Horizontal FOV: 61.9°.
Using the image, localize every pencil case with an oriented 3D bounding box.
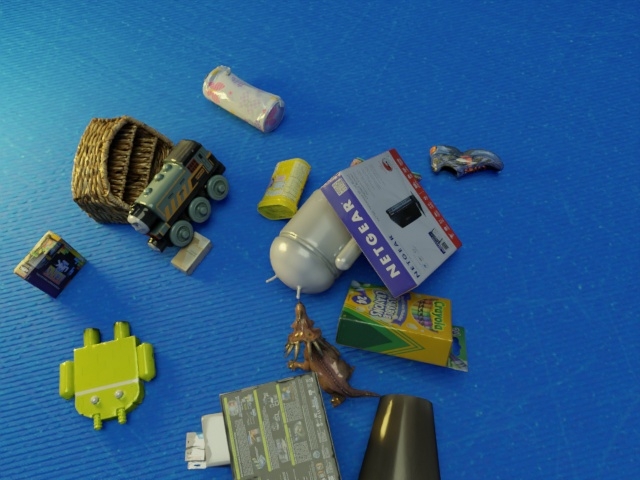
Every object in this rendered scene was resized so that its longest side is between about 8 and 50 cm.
[{"bbox_3d":[-0.247,-0.458,1.731,0.273,0.113,0.124,33,93,16],"label":"pencil case"}]

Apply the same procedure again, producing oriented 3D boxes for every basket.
[{"bbox_3d":[0.191,0.489,1.252,0.205,0.154,0.226,7,62,4],"label":"basket"},{"bbox_3d":[-0.573,-0.216,1.580,0.223,0.213,0.298,1,65,4],"label":"basket"}]

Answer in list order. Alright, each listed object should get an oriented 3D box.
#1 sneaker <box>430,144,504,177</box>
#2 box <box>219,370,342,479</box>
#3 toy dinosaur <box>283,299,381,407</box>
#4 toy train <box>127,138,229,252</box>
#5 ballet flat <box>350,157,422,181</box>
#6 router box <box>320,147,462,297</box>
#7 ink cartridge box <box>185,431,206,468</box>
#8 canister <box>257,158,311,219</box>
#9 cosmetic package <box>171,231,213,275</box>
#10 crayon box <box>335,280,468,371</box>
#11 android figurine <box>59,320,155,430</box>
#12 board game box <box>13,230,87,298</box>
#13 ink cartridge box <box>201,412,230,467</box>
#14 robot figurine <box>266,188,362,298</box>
[{"bbox_3d":[0.440,-0.228,1.619,0.222,0.083,0.087,8,79,12],"label":"sneaker"},{"bbox_3d":[-0.081,0.433,1.121,0.217,0.060,0.269,-14,69,-3],"label":"box"},{"bbox_3d":[0.012,0.306,1.314,0.296,0.200,0.127,41,73,18],"label":"toy dinosaur"},{"bbox_3d":[-0.407,-0.131,1.530,0.142,0.190,0.333,14,62,41],"label":"toy train"},{"bbox_3d":[0.192,-0.188,1.614,0.222,0.077,0.079,17,85,16],"label":"ballet flat"},{"bbox_3d":[0.196,-0.057,1.400,0.335,0.082,0.301,55,40,3],"label":"router box"},{"bbox_3d":[-0.307,0.521,1.323,0.048,0.028,0.083,-3,65,2],"label":"ink cartridge box"},{"bbox_3d":[-0.105,-0.154,1.586,0.126,0.073,0.169,-5,56,42],"label":"canister"},{"bbox_3d":[-0.371,0.038,1.546,0.060,0.041,0.115,28,69,15],"label":"cosmetic package"},{"bbox_3d":[0.216,0.209,1.355,0.323,0.083,0.203,11,24,7],"label":"crayon box"},{"bbox_3d":[-0.557,0.353,1.402,0.249,0.056,0.272,-11,63,-3],"label":"android figurine"},{"bbox_3d":[-0.743,0.070,1.479,0.048,0.170,0.141,28,70,13],"label":"board game box"},{"bbox_3d":[-0.120,0.453,1.252,0.273,0.197,0.114,-8,67,-1],"label":"ink cartridge box"},{"bbox_3d":[0.000,0.000,1.458,0.300,0.199,0.353,13,59,50],"label":"robot figurine"}]
